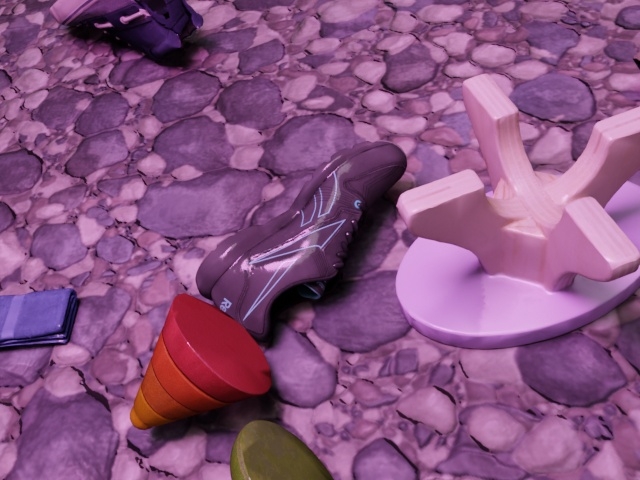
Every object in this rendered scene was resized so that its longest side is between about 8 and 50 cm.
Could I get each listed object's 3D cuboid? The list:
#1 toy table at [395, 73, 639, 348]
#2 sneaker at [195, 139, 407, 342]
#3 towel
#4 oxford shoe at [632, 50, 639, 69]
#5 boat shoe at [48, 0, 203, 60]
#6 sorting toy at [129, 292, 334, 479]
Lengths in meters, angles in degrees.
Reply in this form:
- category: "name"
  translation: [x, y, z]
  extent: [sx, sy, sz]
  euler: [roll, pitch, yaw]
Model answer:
- category: "toy table"
  translation: [0.198, -0.022, 0.647]
  extent: [0.274, 0.160, 0.252]
  euler: [-30, 51, -10]
- category: "sneaker"
  translation: [0.000, 0.000, 0.741]
  extent: [0.267, 0.101, 0.106]
  euler: [-39, 66, -8]
- category: "towel"
  translation: [-0.337, 0.089, 0.791]
  extent: [0.120, 0.029, 0.067]
  euler: [-8, 51, 10]
- category: "oxford shoe"
  translation: [0.398, -0.085, 0.694]
  extent: [0.130, 0.123, 0.348]
  euler: [-21, 45, 34]
- category: "boat shoe"
  translation: [-0.309, -0.349, 1.090]
  extent: [0.127, 0.158, 0.341]
  euler: [-48, 27, -17]
- category: "sorting toy"
  translation: [-0.070, 0.217, 0.579]
  extent: [0.126, 0.127, 0.365]
  euler: [-43, 57, 12]
